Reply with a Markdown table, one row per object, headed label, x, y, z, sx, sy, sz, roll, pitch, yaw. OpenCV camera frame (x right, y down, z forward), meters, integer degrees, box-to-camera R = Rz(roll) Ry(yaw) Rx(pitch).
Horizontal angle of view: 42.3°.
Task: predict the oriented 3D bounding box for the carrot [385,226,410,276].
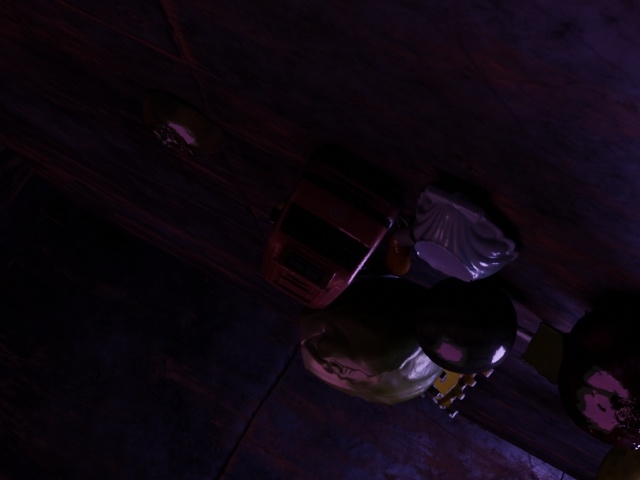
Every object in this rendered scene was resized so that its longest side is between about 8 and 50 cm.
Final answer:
| label | x | y | z | sx | sy | sz | roll | pitch | yaw |
| --- | --- | --- | --- | --- | --- | --- | --- | --- | --- |
| carrot | 0.168 | 0.024 | 1.776 | 0.059 | 0.059 | 0.248 | 27 | 164 | 13 |

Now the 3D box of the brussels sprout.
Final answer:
| label | x | y | z | sx | sy | sz | roll | pitch | yaw |
| --- | --- | --- | --- | --- | --- | --- | --- | --- | --- |
| brussels sprout | 0.124 | 0.223 | 1.899 | 0.355 | 0.289 | 0.281 | 2 | 132 | -6 |

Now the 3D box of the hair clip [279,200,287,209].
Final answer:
| label | x | y | z | sx | sy | sz | roll | pitch | yaw |
| --- | --- | --- | --- | --- | --- | --- | --- | --- | --- |
| hair clip | -0.065 | -0.053 | 2.009 | 0.072 | 0.046 | 0.173 | 24 | 164 | 8 |

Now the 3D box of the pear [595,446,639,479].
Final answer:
| label | x | y | z | sx | sy | sz | roll | pitch | yaw |
| --- | --- | --- | --- | --- | --- | --- | --- | --- | --- |
| pear | 0.872 | 0.665 | 2.201 | 0.284 | 0.283 | 0.283 | 29 | 167 | 7 |

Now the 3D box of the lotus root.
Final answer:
| label | x | y | z | sx | sy | sz | roll | pitch | yaw |
| --- | --- | --- | --- | --- | --- | --- | --- | --- | --- |
| lotus root | -0.302 | -0.235 | 1.781 | 0.204 | 0.077 | 0.183 | 34 | 167 | -22 |

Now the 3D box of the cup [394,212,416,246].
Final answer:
| label | x | y | z | sx | sy | sz | roll | pitch | yaw |
| --- | --- | --- | --- | --- | --- | --- | --- | --- | --- |
| cup | 0.171 | -0.016 | 1.600 | 0.075 | 0.054 | 0.083 | 19 | 173 | -17 |

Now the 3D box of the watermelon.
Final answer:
| label | x | y | z | sx | sy | sz | roll | pitch | yaw |
| --- | --- | --- | --- | --- | --- | --- | --- | --- | --- |
| watermelon | 0.298 | 0.174 | 1.712 | 0.212 | 0.212 | 0.212 | 29 | 167 | 7 |

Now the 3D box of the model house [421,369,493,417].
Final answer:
| label | x | y | z | sx | sy | sz | roll | pitch | yaw |
| --- | --- | --- | --- | --- | --- | --- | --- | --- | --- |
| model house | 0.321 | 0.335 | 2.281 | 0.215 | 0.198 | 0.224 | 36 | 174 | 37 |

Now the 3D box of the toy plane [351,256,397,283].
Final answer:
| label | x | y | z | sx | sy | sz | roll | pitch | yaw |
| --- | --- | --- | --- | --- | --- | --- | --- | --- | --- |
| toy plane | 0.067 | 0.084 | 2.071 | 0.267 | 0.088 | 0.212 | 10 | 163 | 5 |

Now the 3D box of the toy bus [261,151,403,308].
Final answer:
| label | x | y | z | sx | sy | sz | roll | pitch | yaw |
| --- | --- | --- | --- | --- | --- | --- | --- | --- | --- |
| toy bus | 0.000 | 0.000 | 1.652 | 0.203 | 0.233 | 0.427 | 31 | 168 | 0 |

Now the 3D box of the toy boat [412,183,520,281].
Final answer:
| label | x | y | z | sx | sy | sz | roll | pitch | yaw |
| --- | --- | --- | --- | --- | --- | --- | --- | --- | --- |
| toy boat | 0.235 | -0.002 | 1.430 | 0.199 | 0.100 | 0.290 | 24 | 167 | 24 |

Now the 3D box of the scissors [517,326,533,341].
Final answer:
| label | x | y | z | sx | sy | sz | roll | pitch | yaw |
| --- | --- | --- | --- | --- | --- | --- | --- | --- | --- |
| scissors | 0.553 | 0.266 | 1.907 | 0.300 | 0.022 | 0.109 | 31 | 163 | 2 |

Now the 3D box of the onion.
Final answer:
| label | x | y | z | sx | sy | sz | roll | pitch | yaw |
| --- | --- | --- | --- | --- | --- | --- | --- | --- | --- |
| onion | 0.518 | 0.227 | 1.435 | 0.221 | 0.280 | 0.281 | -21 | 146 | 14 |

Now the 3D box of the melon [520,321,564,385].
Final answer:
| label | x | y | z | sx | sy | sz | roll | pitch | yaw |
| --- | --- | --- | --- | --- | --- | --- | --- | --- | --- |
| melon | 0.472 | 0.243 | 1.657 | 0.053 | 0.114 | 0.261 | 57 | -173 | -18 |
